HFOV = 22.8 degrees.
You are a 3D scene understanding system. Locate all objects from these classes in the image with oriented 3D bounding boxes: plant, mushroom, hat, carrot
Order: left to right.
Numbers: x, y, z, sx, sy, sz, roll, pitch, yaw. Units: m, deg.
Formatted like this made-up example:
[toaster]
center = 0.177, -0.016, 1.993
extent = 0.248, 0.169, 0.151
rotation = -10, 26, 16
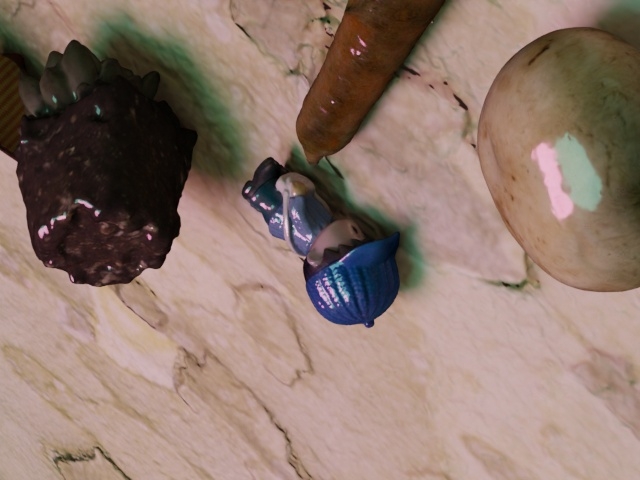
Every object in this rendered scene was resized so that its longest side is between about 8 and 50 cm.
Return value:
[hat]
center = -0.299, -0.137, 1.458
extent = 0.193, 0.082, 0.193
rotation = 37, 177, 2
[plant]
center = -0.179, -0.069, 1.308
extent = 0.132, 0.194, 0.129
rotation = -21, 147, 20
[carrot]
center = 0.042, -0.151, 1.084
extent = 0.070, 0.070, 0.342
rotation = 48, 144, 9
[mushroom]
center = 0.169, -0.051, 0.977
extent = 0.166, 0.127, 0.166
rotation = 54, 154, 41

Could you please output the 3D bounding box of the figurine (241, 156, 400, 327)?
[figurine]
center = 0.000, 0.000, 1.237
extent = 0.149, 0.087, 0.086
rotation = 40, 178, 20
